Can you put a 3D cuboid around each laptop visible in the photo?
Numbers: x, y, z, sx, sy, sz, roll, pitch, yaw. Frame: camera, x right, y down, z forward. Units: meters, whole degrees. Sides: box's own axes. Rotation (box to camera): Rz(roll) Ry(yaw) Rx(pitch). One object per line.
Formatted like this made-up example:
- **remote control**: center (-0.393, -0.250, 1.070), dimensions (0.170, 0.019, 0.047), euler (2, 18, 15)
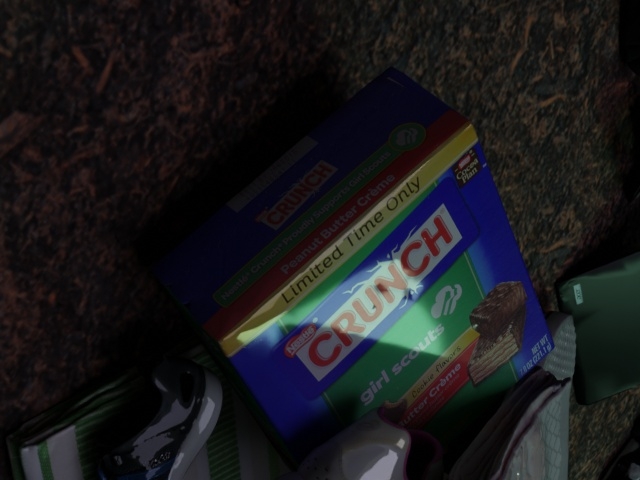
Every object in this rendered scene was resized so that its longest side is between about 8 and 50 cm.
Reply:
- **laptop**: center (0.405, 0.045, 1.674), dimensions (0.234, 0.137, 0.264), euler (71, 33, -42)

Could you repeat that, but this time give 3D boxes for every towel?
- **towel**: center (0.169, 0.313, 1.190), dimensions (0.317, 0.053, 0.331), euler (-32, 124, -62)
- **towel**: center (-0.119, 0.189, 1.184), dimensions (0.325, 0.038, 0.247), euler (-29, 130, -35)

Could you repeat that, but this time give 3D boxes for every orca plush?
- **orca plush**: center (0.517, 0.306, 1.866), dimensions (0.287, 0.102, 0.151), euler (-14, 121, -42)

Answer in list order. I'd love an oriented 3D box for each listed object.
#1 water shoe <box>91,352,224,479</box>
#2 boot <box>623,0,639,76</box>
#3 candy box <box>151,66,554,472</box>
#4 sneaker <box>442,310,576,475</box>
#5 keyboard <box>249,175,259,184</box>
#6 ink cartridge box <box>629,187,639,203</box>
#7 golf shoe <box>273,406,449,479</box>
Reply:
- **water shoe**: center (-0.155, 0.185, 1.071), dimensions (0.080, 0.073, 0.203), euler (27, 86, -30)
- **boot**: center (0.410, -0.305, 1.431), dimensions (0.179, 0.085, 0.236), euler (-32, 138, -34)
- **candy box**: center (0.042, 0.059, 1.138), dimensions (0.268, 0.122, 0.317), euler (-41, 136, -12)
- **sneaker**: center (0.191, 0.162, 1.440), dimensions (0.321, 0.127, 0.126), euler (-40, 129, -60)
- **keyboard**: center (0.000, 0.000, 1.176), dimensions (0.192, 0.038, 0.100), euler (35, 61, -49)
- **ink cartridge box**: center (0.479, -0.179, 1.534), dimensions (0.332, 0.065, 0.165), euler (-56, 173, -5)
- **golf shoe**: center (0.079, 0.246, 1.134), dimensions (0.140, 0.115, 0.306), euler (-48, 139, -3)
